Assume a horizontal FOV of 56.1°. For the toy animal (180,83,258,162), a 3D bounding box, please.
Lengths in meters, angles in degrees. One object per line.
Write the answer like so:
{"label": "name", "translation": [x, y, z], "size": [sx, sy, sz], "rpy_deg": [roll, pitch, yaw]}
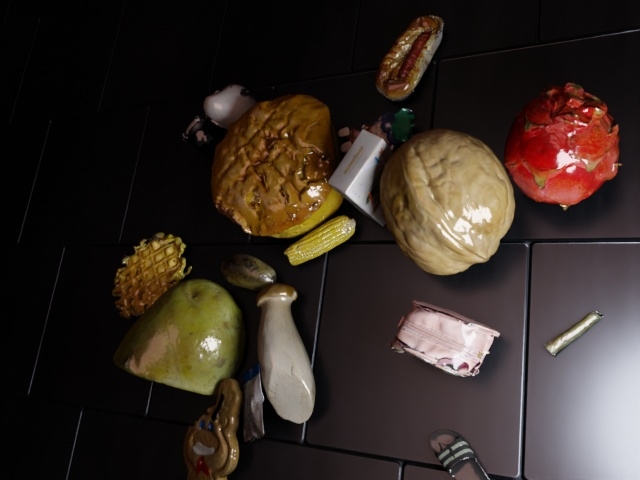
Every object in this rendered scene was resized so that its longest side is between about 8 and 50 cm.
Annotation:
{"label": "toy animal", "translation": [-0.274, -0.338, 1.734], "size": [0.165, 0.187, 0.235], "rpy_deg": [32, 94, -1]}

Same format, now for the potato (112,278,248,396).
{"label": "potato", "translation": [-0.369, 0.226, 1.572], "size": [0.330, 0.212, 0.280], "rpy_deg": [17, 82, 30]}

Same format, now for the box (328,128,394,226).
{"label": "box", "translation": [0.126, -0.142, 1.419], "size": [0.067, 0.233, 0.150], "rpy_deg": [31, 89, 33]}

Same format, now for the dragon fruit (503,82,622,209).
{"label": "dragon fruit", "translation": [0.493, -0.192, 1.235], "size": [0.240, 0.252, 0.241], "rpy_deg": [2, 72, -5]}

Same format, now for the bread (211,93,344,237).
{"label": "bread", "translation": [-0.108, -0.183, 1.573], "size": [0.398, 0.215, 0.398], "rpy_deg": [-8, 71, 25]}

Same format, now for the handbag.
{"label": "handbag", "translation": [0.260, 0.207, 1.268], "size": [0.205, 0.179, 0.117], "rpy_deg": [19, 89, 32]}

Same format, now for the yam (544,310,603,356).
{"label": "yam", "translation": [0.516, 0.184, 1.223], "size": [0.129, 0.027, 0.033], "rpy_deg": [-43, 60, 8]}

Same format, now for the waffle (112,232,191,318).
{"label": "waffle", "translation": [-0.511, 0.105, 1.777], "size": [0.262, 0.060, 0.281], "rpy_deg": [14, 80, 31]}

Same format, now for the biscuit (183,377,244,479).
{"label": "biscuit", "translation": [-0.267, 0.498, 1.492], "size": [0.183, 0.047, 0.320], "rpy_deg": [30, 99, 39]}

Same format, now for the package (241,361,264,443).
{"label": "package", "translation": [-0.166, 0.397, 1.456], "size": [0.171, 0.027, 0.173], "rpy_deg": [130, 139, -60]}

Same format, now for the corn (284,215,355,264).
{"label": "corn", "translation": [0.000, 0.000, 1.537], "size": [0.206, 0.067, 0.067], "rpy_deg": [-30, 62, 16]}

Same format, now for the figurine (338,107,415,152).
{"label": "figurine", "translation": [0.153, -0.275, 1.533], "size": [0.194, 0.102, 0.112], "rpy_deg": [-12, 80, 27]}

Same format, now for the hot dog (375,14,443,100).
{"label": "hot dog", "translation": [0.234, -0.480, 1.575], "size": [0.131, 0.069, 0.253], "rpy_deg": [30, 87, 33]}

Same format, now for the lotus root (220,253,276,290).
{"label": "lotus root", "translation": [-0.195, 0.084, 1.603], "size": [0.179, 0.080, 0.089], "rpy_deg": [12, 81, 31]}

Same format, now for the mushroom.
{"label": "mushroom", "translation": [-0.091, 0.268, 1.465], "size": [0.128, 0.128, 0.350], "rpy_deg": [-22, 60, 20]}

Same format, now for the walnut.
{"label": "walnut", "translation": [0.274, -0.084, 1.313], "size": [0.277, 0.252, 0.313], "rpy_deg": [-30, 68, 3]}

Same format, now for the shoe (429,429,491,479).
{"label": "shoe", "translation": [0.291, 0.465, 1.233], "size": [0.071, 0.049, 0.179], "rpy_deg": [-43, 59, 8]}
